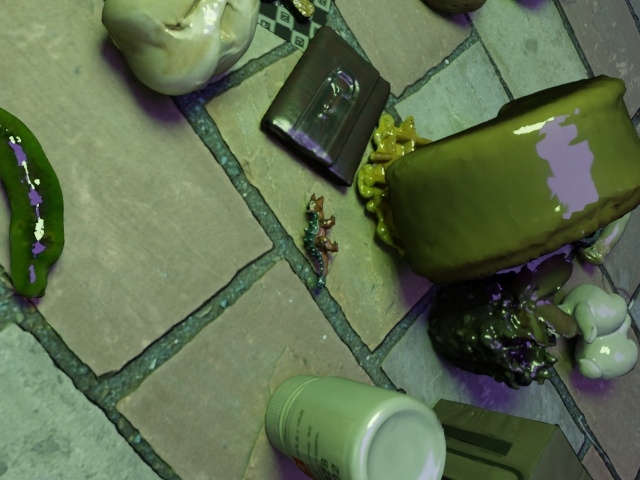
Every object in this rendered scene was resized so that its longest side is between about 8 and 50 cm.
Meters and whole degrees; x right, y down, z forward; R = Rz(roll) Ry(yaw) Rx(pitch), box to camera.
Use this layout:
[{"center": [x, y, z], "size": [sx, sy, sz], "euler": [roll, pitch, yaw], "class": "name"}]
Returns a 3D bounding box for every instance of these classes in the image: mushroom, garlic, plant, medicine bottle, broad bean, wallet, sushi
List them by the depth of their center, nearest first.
[{"center": [-0.387, -0.076, 0.586], "size": [0.144, 0.049, 0.292], "euler": [-47, 105, -20], "class": "broad bean"}, {"center": [-0.166, -0.328, 0.664], "size": [0.185, 0.203, 0.280], "euler": [21, 69, -47], "class": "garlic"}, {"center": [0.032, 0.256, 0.677], "size": [0.145, 0.252, 0.144], "euler": [2, 86, -31], "class": "medicine bottle"}, {"center": [-0.062, -0.407, 0.830], "size": [0.201, 0.031, 0.139], "euler": [23, 72, -27], "class": "sushi"}, {"center": [0.022, -0.226, 0.849], "size": [0.182, 0.049, 0.229], "euler": [34, 67, -22], "class": "wallet"}, {"center": [0.321, 0.148, 0.883], "size": [0.178, 0.234, 0.204], "euler": [40, 60, -27], "class": "plant"}, {"center": [0.669, -0.041, 1.192], "size": [0.223, 0.092, 0.081], "euler": [-65, 158, -18], "class": "mushroom"}]

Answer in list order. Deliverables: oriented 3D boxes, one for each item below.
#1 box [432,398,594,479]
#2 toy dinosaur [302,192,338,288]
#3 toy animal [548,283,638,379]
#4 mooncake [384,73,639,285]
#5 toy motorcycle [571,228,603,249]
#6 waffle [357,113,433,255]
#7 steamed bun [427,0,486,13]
[{"center": [0.280, 0.380, 0.809], "size": [0.153, 0.252, 0.188], "euler": [-40, 103, -30], "class": "box"}, {"center": [0.000, 0.000, 0.803], "size": [0.055, 0.049, 0.154], "euler": [-3, 85, 3], "class": "toy dinosaur"}, {"center": [0.581, 0.200, 1.090], "size": [0.179, 0.128, 0.193], "euler": [-41, 108, -27], "class": "toy animal"}, {"center": [0.306, -0.094, 0.836], "size": [0.395, 0.393, 0.246], "euler": [-23, 94, 10], "class": "mooncake"}, {"center": [0.587, -0.105, 1.132], "size": [0.171, 0.089, 0.298], "euler": [43, 63, 12], "class": "toy motorcycle"}, {"center": [0.202, -0.091, 0.936], "size": [0.301, 0.058, 0.281], "euler": [34, 67, -23], "class": "waffle"}, {"center": [0.257, -0.530, 1.002], "size": [0.175, 0.106, 0.144], "euler": [25, 76, -12], "class": "steamed bun"}]
